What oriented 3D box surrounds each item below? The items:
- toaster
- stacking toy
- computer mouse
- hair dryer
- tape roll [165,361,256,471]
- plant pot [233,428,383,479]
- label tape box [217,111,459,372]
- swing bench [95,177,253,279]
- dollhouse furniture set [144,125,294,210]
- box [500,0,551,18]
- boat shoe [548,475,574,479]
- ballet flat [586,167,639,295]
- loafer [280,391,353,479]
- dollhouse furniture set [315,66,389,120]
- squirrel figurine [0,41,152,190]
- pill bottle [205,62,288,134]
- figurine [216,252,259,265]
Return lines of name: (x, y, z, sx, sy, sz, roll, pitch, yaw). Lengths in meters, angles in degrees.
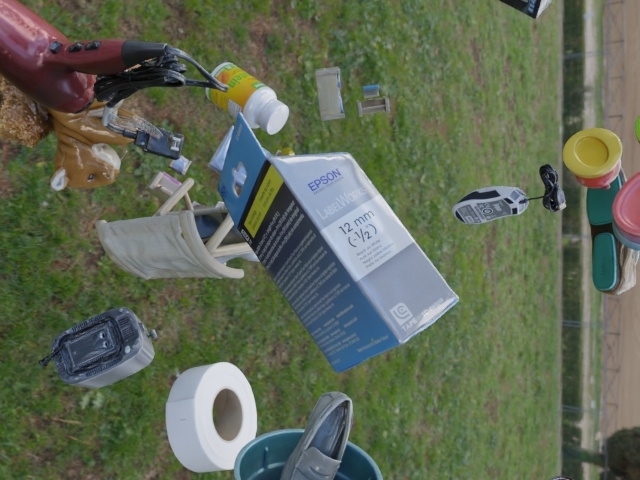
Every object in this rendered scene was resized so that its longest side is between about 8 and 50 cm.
toaster: (-0.482, 0.249, 1.258, 0.129, 0.227, 0.146, 61, -7, 22)
stacking toy: (0.725, -0.139, 1.236, 0.130, 0.279, 0.309, 40, 25, -53)
computer mouse: (0.324, -0.076, 0.994, 0.106, 0.193, 0.042, 44, 47, -42)
hair dryer: (-0.251, -0.200, 0.596, 0.293, 0.223, 0.080, 21, 65, -20)
tape roll: (-0.293, 0.482, 1.553, 0.286, 0.100, 0.286, 43, 39, -50)
plant pot: (-0.048, 0.682, 1.321, 0.341, 0.341, 0.334, -10, 111, -54)
label tape box: (0.000, 0.000, 0.801, 0.115, 0.249, 0.347, -30, 81, -25)
swing bench: (-0.229, -0.016, 1.068, 0.255, 0.253, 0.165, -39, 119, -47)
dollhouse furniture set: (-0.216, -0.174, 1.410, 0.286, 0.198, 0.303, 37, 74, -27)
box: (0.467, -0.717, 1.360, 0.076, 0.242, 0.307, -48, 160, -11)
boat shoe: (0.386, 0.517, 1.002, 0.342, 0.123, 0.123, -26, 112, -40)
ballet flat: (0.758, -0.031, 1.444, 0.124, 0.116, 0.342, 5, 80, -26)
loafer: (-0.009, 0.502, 1.301, 0.112, 0.111, 0.319, 25, 69, -13)
dollhouse furniture set: (0.084, -0.409, 1.542, 0.129, 0.184, 0.129, -92, 175, -70)
squirrel figurine: (-0.672, -0.326, 1.493, 0.281, 0.397, 0.370, -102, -150, -55)
pill bottle: (-0.222, -0.433, 1.749, 0.136, 0.246, 0.136, -47, 162, -21)
figurine: (-0.297, -0.008, 1.788, 0.092, 0.209, 0.215, -71, 149, -51)
